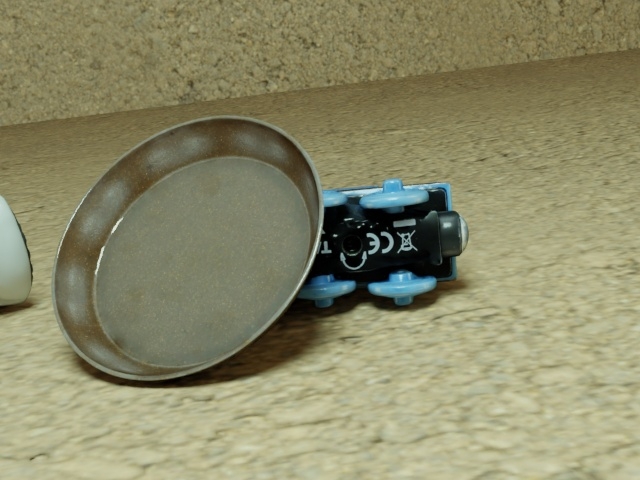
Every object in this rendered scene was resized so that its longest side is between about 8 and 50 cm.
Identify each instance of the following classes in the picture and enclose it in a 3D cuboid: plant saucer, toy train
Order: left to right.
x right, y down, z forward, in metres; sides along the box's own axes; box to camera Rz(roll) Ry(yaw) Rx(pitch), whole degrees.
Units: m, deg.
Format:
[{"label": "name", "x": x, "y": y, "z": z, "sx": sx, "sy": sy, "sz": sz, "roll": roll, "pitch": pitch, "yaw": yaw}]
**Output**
[{"label": "plant saucer", "x": -0.072, "y": 0.006, "z": 0.596, "sx": 0.168, "sy": 0.029, "sz": 0.169, "roll": -11, "pitch": 56, "yaw": 17}, {"label": "toy train", "x": 0.000, "y": 0.000, "z": 0.673, "sx": 0.184, "sy": 0.080, "sz": 0.105, "roll": -6, "pitch": 7, "yaw": 3}]

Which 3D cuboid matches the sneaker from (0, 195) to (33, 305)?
[{"label": "sneaker", "x": -0.336, "y": 0.005, "z": 0.767, "sx": 0.292, "sy": 0.110, "sz": 0.118, "roll": 5, "pitch": 26, "yaw": 42}]
